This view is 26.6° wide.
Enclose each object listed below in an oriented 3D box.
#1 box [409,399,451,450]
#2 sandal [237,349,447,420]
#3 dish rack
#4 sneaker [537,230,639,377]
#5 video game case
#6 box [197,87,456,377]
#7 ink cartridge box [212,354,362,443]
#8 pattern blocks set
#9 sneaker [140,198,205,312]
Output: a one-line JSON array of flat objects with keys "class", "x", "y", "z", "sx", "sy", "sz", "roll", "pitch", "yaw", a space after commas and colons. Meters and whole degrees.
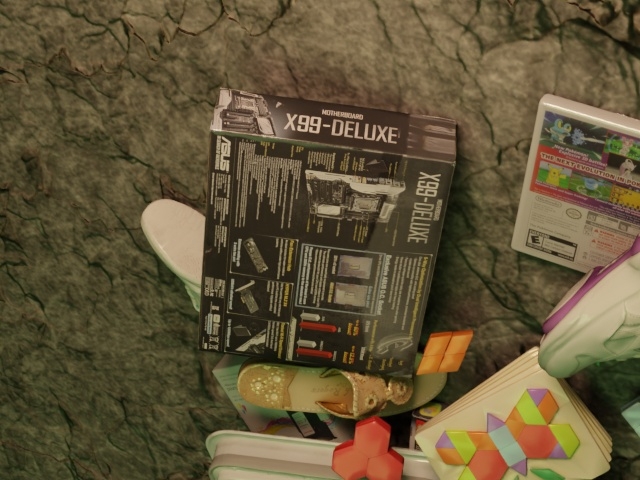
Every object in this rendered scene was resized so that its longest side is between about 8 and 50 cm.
[{"class": "box", "x": 0.205, "y": 0.262, "z": 1.579, "sx": 0.207, "sy": 0.036, "sz": 0.114, "roll": 17, "pitch": 130, "yaw": 18}, {"class": "sandal", "x": 0.025, "y": 0.175, "z": 1.518, "sx": 0.240, "sy": 0.079, "sz": 0.088, "roll": 1, "pitch": 113, "yaw": -1}, {"class": "dish rack", "x": 0.030, "y": 0.343, "z": 1.648, "sx": 0.333, "sy": 0.072, "sz": 0.285, "roll": 4, "pitch": 143, "yaw": 18}, {"class": "sneaker", "x": 0.314, "y": 0.076, "z": 1.266, "sx": 0.152, "sy": 0.114, "sz": 0.305, "roll": 45, "pitch": 142, "yaw": 3}, {"class": "video game case", "x": 0.294, "y": -0.036, "z": 1.309, "sx": 0.201, "sy": 0.023, "sz": 0.183, "roll": 19, "pitch": 132, "yaw": 17}, {"class": "box", "x": 0.000, "y": 0.000, "z": 1.418, "sx": 0.243, "sy": 0.076, "sz": 0.307, "roll": 7, "pitch": 130, "yaw": 1}, {"class": "ink cartridge box", "x": -0.027, "y": 0.195, "z": 1.634, "sx": 0.127, "sy": 0.072, "sz": 0.175, "roll": -15, "pitch": 115, "yaw": 36}, {"class": "pattern blocks set", "x": 0.202, "y": 0.219, "z": 1.454, "sx": 0.285, "sy": 0.026, "sz": 0.325, "roll": 43, "pitch": 106, "yaw": -3}, {"class": "sneaker", "x": -0.138, "y": 0.044, "z": 1.586, "sx": 0.212, "sy": 0.080, "sz": 0.094, "roll": 44, "pitch": 145, "yaw": -9}]
